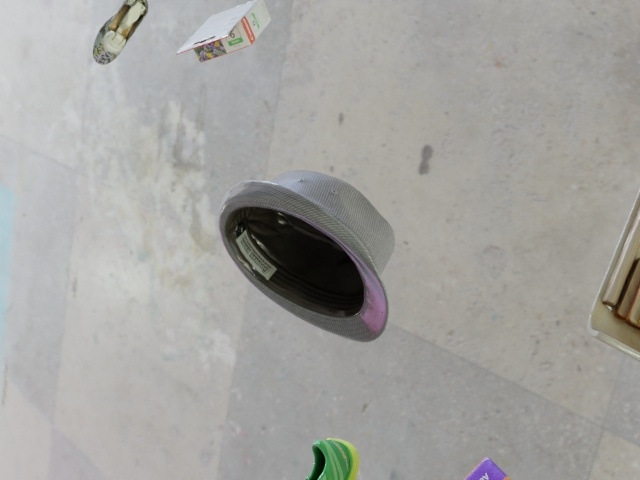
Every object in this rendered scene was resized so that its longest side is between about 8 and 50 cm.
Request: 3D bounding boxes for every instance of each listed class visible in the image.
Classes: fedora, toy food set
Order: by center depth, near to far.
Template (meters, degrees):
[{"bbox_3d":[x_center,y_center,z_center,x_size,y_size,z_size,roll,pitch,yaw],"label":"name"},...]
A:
[{"bbox_3d":[0.480,0.037,0.859,0.220,0.092,0.306,28,73,4],"label":"toy food set"},{"bbox_3d":[0.000,0.000,0.946,0.275,0.124,0.243,21,141,27],"label":"fedora"}]

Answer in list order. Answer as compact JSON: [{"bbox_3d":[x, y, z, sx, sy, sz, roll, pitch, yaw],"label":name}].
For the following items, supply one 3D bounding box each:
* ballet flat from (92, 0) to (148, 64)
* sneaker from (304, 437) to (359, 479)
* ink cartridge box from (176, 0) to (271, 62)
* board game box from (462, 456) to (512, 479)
[{"bbox_3d":[-0.274,-0.290,0.974,0.041,0.041,0.114,37,94,36],"label":"ballet flat"},{"bbox_3d":[-0.010,0.546,1.439,0.109,0.124,0.295,-33,38,55],"label":"sneaker"},{"bbox_3d":[-0.097,-0.209,0.727,0.063,0.115,0.029,-12,122,22],"label":"ink cartridge box"},{"bbox_3d":[0.315,0.642,1.109,0.356,0.356,0.356,-44,39,-4],"label":"board game box"}]
